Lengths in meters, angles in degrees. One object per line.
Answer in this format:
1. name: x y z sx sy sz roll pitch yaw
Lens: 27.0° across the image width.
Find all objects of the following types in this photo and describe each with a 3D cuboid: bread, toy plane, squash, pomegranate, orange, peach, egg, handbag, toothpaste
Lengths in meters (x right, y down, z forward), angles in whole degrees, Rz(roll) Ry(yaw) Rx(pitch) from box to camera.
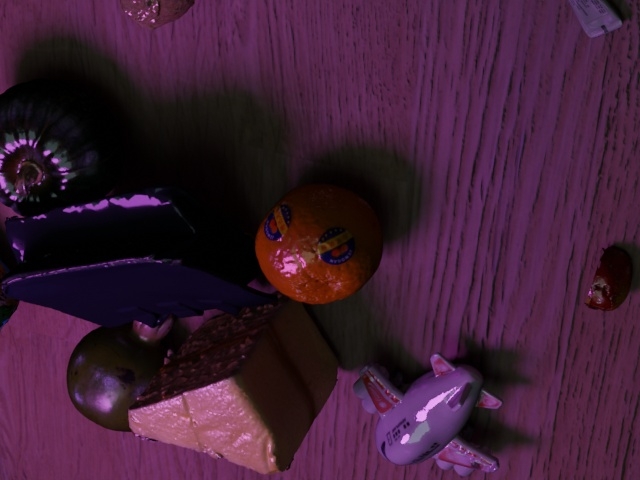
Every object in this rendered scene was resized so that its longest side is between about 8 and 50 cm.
1. bread: -0.129 0.225 1.991 0.236 0.263 0.198 -15 113 31
2. toy plane: 0.162 0.260 1.979 0.252 0.118 0.252 15 132 18
3. squash: -0.387 -0.127 1.902 0.218 0.172 0.218 1 97 11
4. pomegranate: -0.300 0.193 2.124 0.187 0.187 0.225 31 103 1
5. orange: -0.001 0.003 1.823 0.178 0.155 0.177 -11 139 -10
6. peach: 0.384 0.053 1.758 0.050 0.077 0.083 16 87 20
7. egg: -0.209 -0.336 1.691 0.118 0.116 0.140 51 146 29
8. handbag: -0.254 0.035 1.908 0.303 0.121 0.329 -10 160 24
9. toothpaste: 0.280 -0.316 1.533 0.048 0.029 0.197 -21 117 39

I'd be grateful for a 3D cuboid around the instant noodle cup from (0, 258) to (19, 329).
1. instant noodle cup: -0.605 0.076 2.142 0.240 0.240 0.178 -18 125 35
